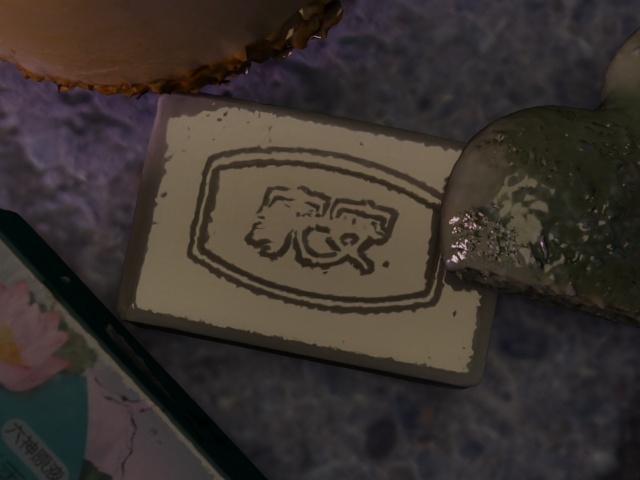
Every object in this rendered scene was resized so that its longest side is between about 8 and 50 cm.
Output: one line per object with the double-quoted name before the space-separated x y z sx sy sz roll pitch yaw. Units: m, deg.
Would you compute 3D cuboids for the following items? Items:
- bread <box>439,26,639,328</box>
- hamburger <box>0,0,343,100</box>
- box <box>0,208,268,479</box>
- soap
"bread" 0.168 -0.013 0.754 0.232 0.064 0.172 -30 100 -25
"hamburger" -0.093 -0.209 0.744 0.294 0.179 0.276 20 83 18
"box" -0.129 0.116 0.728 0.153 0.092 0.245 -45 82 0
"soap" 0.000 0.000 0.776 0.183 0.064 0.121 10 82 2
